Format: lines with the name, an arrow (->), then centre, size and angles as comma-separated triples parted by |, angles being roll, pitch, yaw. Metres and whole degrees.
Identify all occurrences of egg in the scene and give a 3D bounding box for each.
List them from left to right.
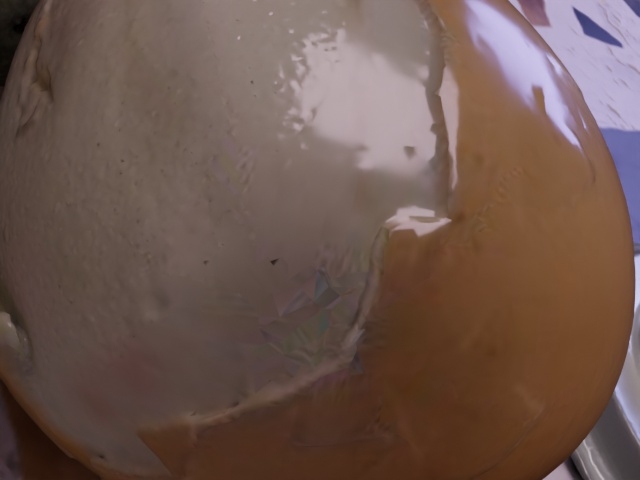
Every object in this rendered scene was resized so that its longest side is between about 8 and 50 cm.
egg -> 0.000, 0.000, 0.481 | 0.244, 0.201, 0.201 | 33, 37, -32

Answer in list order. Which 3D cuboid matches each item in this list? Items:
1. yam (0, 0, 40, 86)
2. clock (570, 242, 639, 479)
yam -> -0.146, -0.109, 0.521 | 0.194, 0.107, 0.107 | 1, 54, -43
clock -> 0.210, 0.088, 0.713 | 0.236, 0.053, 0.236 | 25, 42, -25
